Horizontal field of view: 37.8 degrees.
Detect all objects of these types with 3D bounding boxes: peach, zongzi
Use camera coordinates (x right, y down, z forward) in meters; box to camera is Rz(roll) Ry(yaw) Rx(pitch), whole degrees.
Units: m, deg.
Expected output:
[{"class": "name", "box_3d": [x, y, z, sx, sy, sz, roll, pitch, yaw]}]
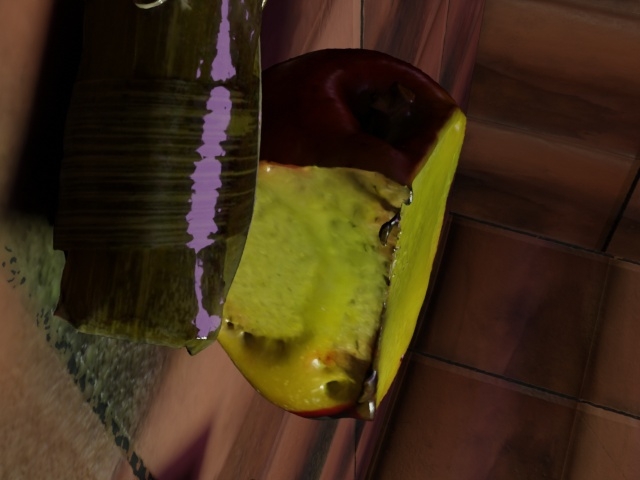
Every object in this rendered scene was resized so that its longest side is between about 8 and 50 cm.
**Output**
[{"class": "peach", "box_3d": [0.003, -0.006, 0.604, 0.154, 0.158, 0.267, -53, 156, -36]}, {"class": "zongzi", "box_3d": [-0.065, -0.057, 0.442, 0.184, 0.084, 0.187, -104, -157, -83]}]
